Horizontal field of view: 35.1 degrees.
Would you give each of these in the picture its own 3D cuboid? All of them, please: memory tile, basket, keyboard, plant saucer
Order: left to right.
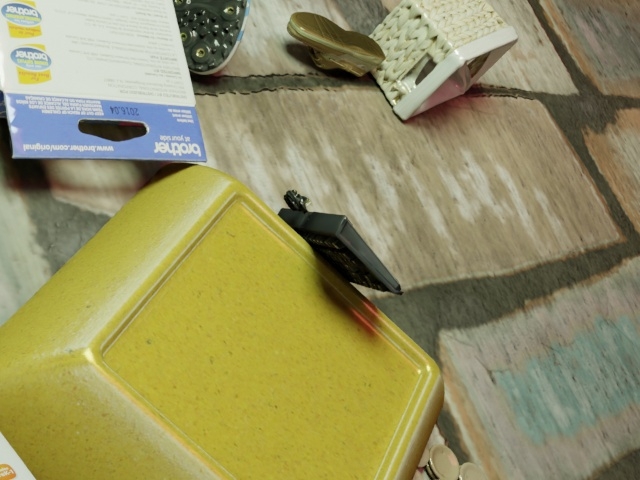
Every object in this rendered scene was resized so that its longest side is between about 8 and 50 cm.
[{"bbox_3d":[-0.047,0.107,0.757,0.333,0.081,0.332,43,40,-7],"label":"plant saucer"},{"bbox_3d":[0.000,0.000,0.843,0.023,0.180,0.108,-42,105,-12],"label":"keyboard"},{"bbox_3d":[0.088,0.218,0.870,0.148,0.012,0.113,32,42,-22],"label":"memory tile"},{"bbox_3d":[0.137,-0.228,1.191,0.103,0.113,0.167,52,38,7],"label":"basket"}]

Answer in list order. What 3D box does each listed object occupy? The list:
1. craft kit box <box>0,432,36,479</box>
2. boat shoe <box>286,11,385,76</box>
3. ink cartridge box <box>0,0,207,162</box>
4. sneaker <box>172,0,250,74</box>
[{"bbox_3d":[-0.212,0.198,0.462,0.250,0.060,0.247,-6,32,-46],"label":"craft kit box"},{"bbox_3d":[0.012,-0.207,1.100,0.135,0.045,0.050,14,42,-41],"label":"boat shoe"},{"bbox_3d":[-0.210,-0.202,0.834,0.186,0.065,0.311,-3,73,-45],"label":"ink cartridge box"},{"bbox_3d":[-0.107,-0.263,1.004,0.086,0.085,0.237,69,16,-65],"label":"sneaker"}]
